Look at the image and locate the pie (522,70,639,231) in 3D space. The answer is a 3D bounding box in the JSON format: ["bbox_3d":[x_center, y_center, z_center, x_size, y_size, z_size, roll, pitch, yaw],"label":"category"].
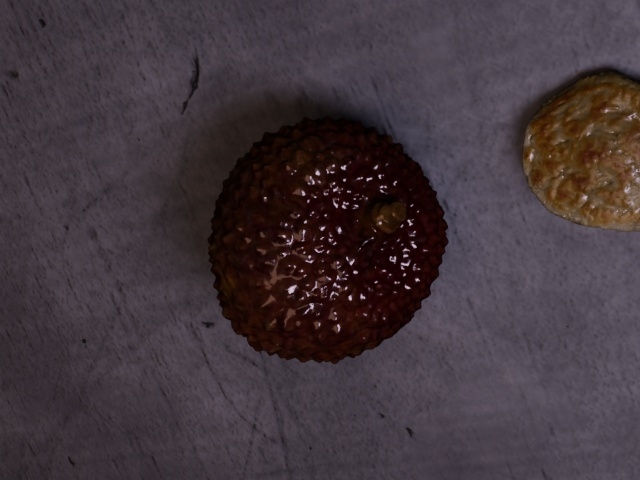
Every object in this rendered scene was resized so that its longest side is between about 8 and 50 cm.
[{"bbox_3d":[0.305,-0.091,1.466,0.193,0.079,0.163,16,112,27],"label":"pie"}]

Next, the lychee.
[{"bbox_3d":[0.000,0.000,1.588,0.276,0.275,0.304,57,148,-5],"label":"lychee"}]
